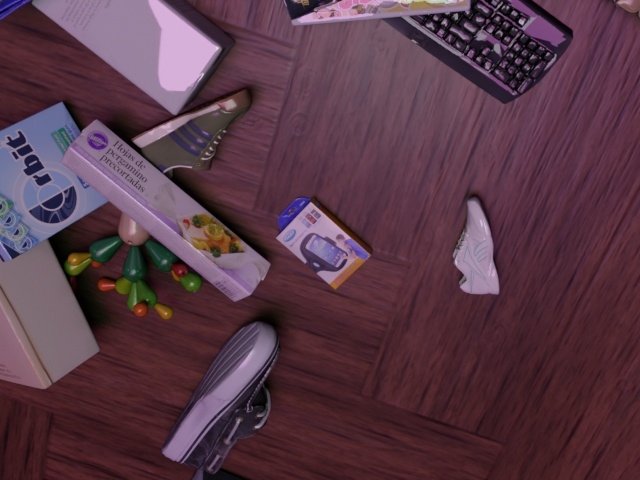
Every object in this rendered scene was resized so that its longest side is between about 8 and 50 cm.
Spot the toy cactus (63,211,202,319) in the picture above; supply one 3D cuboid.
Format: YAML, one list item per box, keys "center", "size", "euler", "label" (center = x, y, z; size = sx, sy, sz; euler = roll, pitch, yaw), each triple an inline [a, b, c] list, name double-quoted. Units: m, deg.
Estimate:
- center: [-0.289, 0.023, 1.042]
  size: [0.219, 0.112, 0.180]
  euler: [9, 104, 16]
  label: "toy cactus"

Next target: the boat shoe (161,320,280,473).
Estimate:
- center: [-0.136, 0.257, 1.111]
  size: [0.119, 0.121, 0.335]
  euler: [29, 125, -12]
  label: "boat shoe"

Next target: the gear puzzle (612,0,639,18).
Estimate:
- center: [0.490, -0.296, 0.811]
  size: [0.339, 0.044, 0.175]
  euler: [29, 112, -7]
  label: "gear puzzle"

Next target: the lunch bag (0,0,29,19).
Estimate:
- center: [-0.383, -0.401, 0.815]
  size: [0.293, 0.138, 0.220]
  euler: [-29, 74, 24]
  label: "lunch bag"

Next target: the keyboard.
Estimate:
- center: [0.177, -0.328, 0.850]
  size: [0.317, 0.033, 0.201]
  euler: [33, 113, -6]
  label: "keyboard"

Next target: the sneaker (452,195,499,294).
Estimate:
- center: [0.215, 0.012, 0.973]
  size: [0.061, 0.053, 0.152]
  euler: [-7, 112, 15]
  label: "sneaker"

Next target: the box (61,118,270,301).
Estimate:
- center: [-0.216, -0.036, 0.989]
  size: [0.324, 0.063, 0.067]
  euler: [40, 149, -13]
  label: "box"

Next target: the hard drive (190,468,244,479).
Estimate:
- center: [-0.189, 0.536, 1.255]
  size: [0.172, 0.054, 0.254]
  euler: [24, 114, -1]
  label: "hard drive"

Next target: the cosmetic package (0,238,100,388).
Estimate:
- center: [-0.475, 0.060, 1.043]
  size: [0.160, 0.113, 0.309]
  euler: [-3, 115, 41]
  label: "cosmetic package"

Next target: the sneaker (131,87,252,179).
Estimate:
- center: [-0.166, -0.142, 0.966]
  size: [0.192, 0.064, 0.086]
  euler: [-18, 109, 22]
  label: "sneaker"

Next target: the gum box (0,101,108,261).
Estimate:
- center: [-0.402, -0.085, 0.965]
  size: [0.041, 0.184, 0.156]
  euler: [-8, 115, 49]
  label: "gum box"

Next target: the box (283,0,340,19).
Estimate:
- center: [0.007, -0.388, 0.783]
  size: [0.175, 0.051, 0.220]
  euler: [-16, 112, 22]
  label: "box"

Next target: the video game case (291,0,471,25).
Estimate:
- center: [0.061, -0.371, 0.822]
  size: [0.227, 0.026, 0.206]
  euler: [-1, 117, 14]
  label: "video game case"

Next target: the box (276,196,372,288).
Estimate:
- center: [0.000, 0.000, 1.017]
  size: [0.136, 0.028, 0.081]
  euler: [40, 113, -10]
  label: "box"

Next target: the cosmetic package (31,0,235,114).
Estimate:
- center: [-0.242, -0.286, 0.907]
  size: [0.231, 0.085, 0.117]
  euler: [39, 112, -10]
  label: "cosmetic package"
